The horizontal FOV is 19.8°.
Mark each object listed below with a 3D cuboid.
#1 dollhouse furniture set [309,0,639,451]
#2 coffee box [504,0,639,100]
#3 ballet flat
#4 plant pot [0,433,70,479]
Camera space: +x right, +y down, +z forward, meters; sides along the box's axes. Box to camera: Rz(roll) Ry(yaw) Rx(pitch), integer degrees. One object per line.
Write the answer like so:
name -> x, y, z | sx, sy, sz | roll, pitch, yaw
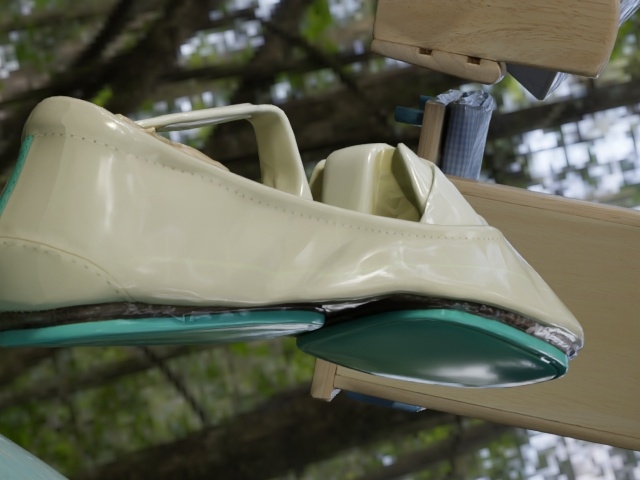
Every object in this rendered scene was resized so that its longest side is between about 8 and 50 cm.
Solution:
dollhouse furniture set -> 0.134, -0.026, 1.092 | 0.303, 0.198, 0.286 | -32, 133, -78
coffee box -> 0.193, -0.219, 1.107 | 0.098, 0.246, 0.141 | 44, -16, 9
ballet flat -> 0.000, 0.000, 0.584 | 0.086, 0.248, 0.086 | -8, -102, 42
plant pot -> -0.168, 0.126, 0.366 | 0.196, 0.293, 0.293 | 53, 2, -31
